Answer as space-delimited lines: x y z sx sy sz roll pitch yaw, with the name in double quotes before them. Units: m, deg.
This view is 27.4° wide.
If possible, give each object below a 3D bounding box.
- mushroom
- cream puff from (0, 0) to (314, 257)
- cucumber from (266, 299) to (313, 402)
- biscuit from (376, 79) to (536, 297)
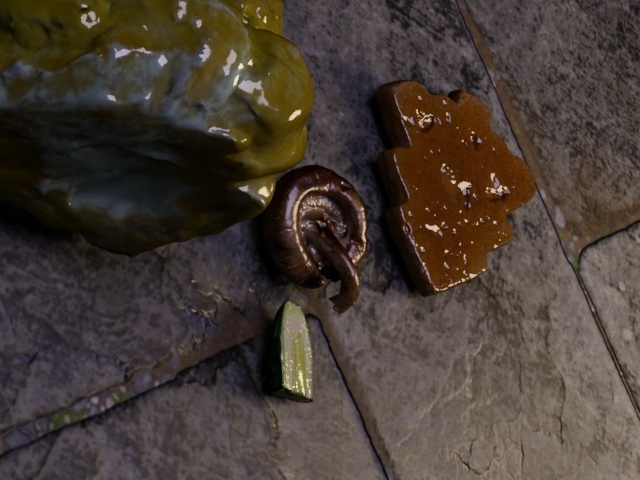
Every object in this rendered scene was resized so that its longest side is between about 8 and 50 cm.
"mushroom" -0.001 0.001 1.487 0.135 0.080 0.171 -15 84 -30
"cream puff" -0.180 -0.162 1.246 0.378 0.378 0.276 22 60 -32
"cucumber" -0.038 0.121 1.438 0.067 0.035 0.107 28 54 -51
"biscuit" 0.155 -0.062 1.664 0.278 0.043 0.302 37 55 -26
